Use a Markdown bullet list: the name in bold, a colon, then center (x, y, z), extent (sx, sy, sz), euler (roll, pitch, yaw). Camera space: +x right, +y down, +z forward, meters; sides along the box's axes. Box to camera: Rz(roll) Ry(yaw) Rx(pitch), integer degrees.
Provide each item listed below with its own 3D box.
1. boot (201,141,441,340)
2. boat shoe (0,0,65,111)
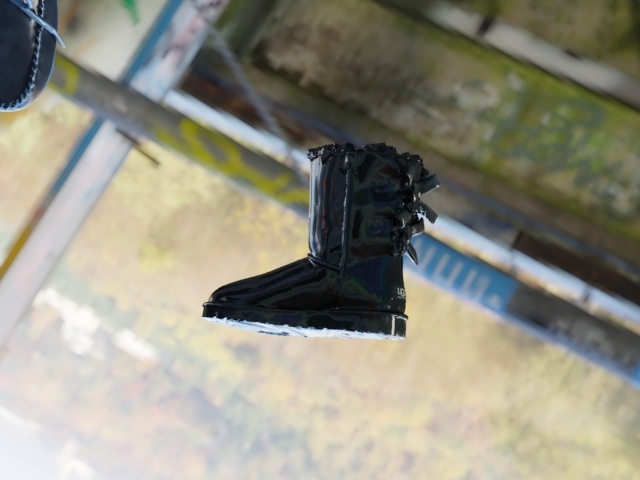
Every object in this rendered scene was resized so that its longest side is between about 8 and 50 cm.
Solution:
- **boot**: center (-0.001, 0.000, 0.906), extent (0.121, 0.099, 0.045), euler (1, 169, 24)
- **boat shoe**: center (-0.246, -0.216, 1.237), extent (0.109, 0.258, 0.089), euler (-8, -167, 1)
